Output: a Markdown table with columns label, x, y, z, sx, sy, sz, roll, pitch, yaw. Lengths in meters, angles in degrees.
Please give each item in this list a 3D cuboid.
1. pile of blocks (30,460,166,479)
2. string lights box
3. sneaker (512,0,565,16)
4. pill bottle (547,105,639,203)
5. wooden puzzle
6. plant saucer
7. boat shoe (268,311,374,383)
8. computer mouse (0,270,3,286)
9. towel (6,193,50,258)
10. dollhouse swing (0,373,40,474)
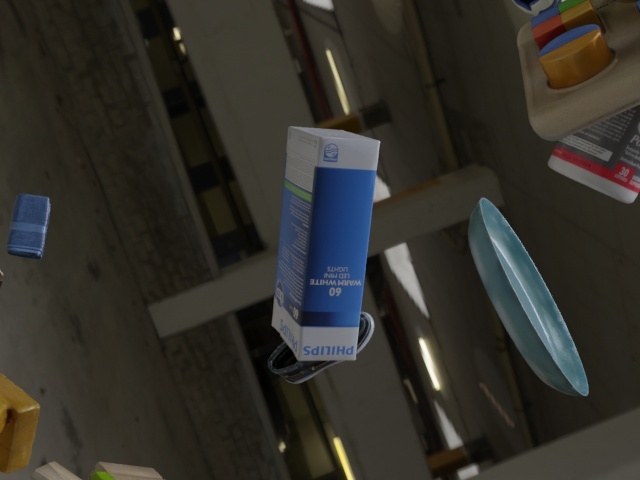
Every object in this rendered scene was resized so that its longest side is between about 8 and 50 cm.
| label | x | y | z | sx | sy | sz | roll | pitch | yaw |
| --- | --- | --- | --- | --- | --- | --- | --- | --- | --- |
| pile of blocks | -0.221 | 0.284 | 0.690 | 0.149 | 0.113 | 0.362 | 30 | -1 | 11 |
| string lights box | 0.000 | 0.000 | 0.969 | 0.133 | 0.076 | 0.260 | -142 | -124 | -68 |
| sneaker | 0.410 | -0.503 | 1.562 | 0.112 | 0.131 | 0.296 | -61 | -152 | 22 |
| pill bottle | 0.570 | -0.244 | 1.493 | 0.319 | 0.176 | 0.176 | -66 | -163 | 13 |
| wooden puzzle | 0.436 | -0.316 | 1.166 | 0.080 | 0.322 | 0.348 | 53 | 27 | -27 |
| plant saucer | 0.295 | 0.086 | 1.176 | 0.318 | 0.043 | 0.318 | 51 | 21 | -29 |
| boat shoe | 0.002 | 0.175 | 1.334 | 0.065 | 0.183 | 0.083 | 58 | 9 | 28 |
| computer mouse | -0.633 | 0.051 | 1.351 | 0.106 | 0.193 | 0.042 | -51 | -162 | 39 |
| towel | -0.550 | -0.027 | 1.522 | 0.029 | 0.067 | 0.120 | 148 | -50 | -64 |
| dollhouse swing | -0.561 | 0.333 | 0.974 | 0.315 | 0.346 | 0.305 | 18 | -70 | 42 |
